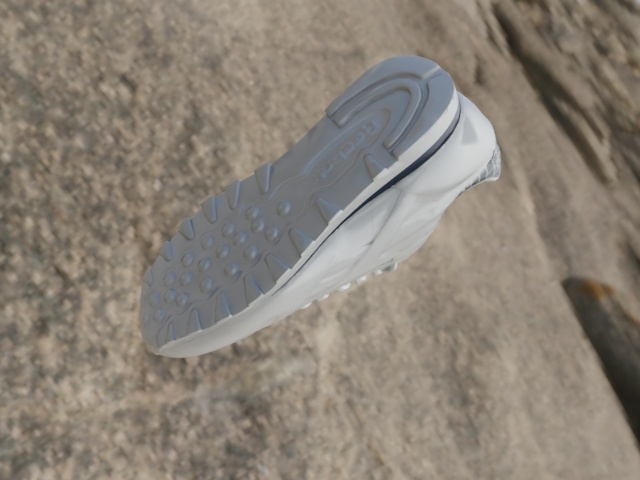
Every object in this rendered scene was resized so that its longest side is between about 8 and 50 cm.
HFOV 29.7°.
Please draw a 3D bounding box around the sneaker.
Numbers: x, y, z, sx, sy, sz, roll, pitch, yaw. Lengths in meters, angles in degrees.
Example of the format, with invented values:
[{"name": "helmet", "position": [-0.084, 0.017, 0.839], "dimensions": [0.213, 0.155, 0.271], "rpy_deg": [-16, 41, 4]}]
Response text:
[{"name": "sneaker", "position": [0.000, 0.000, 0.695], "dimensions": [0.095, 0.235, 0.090], "rpy_deg": [42, 16, -49]}]
